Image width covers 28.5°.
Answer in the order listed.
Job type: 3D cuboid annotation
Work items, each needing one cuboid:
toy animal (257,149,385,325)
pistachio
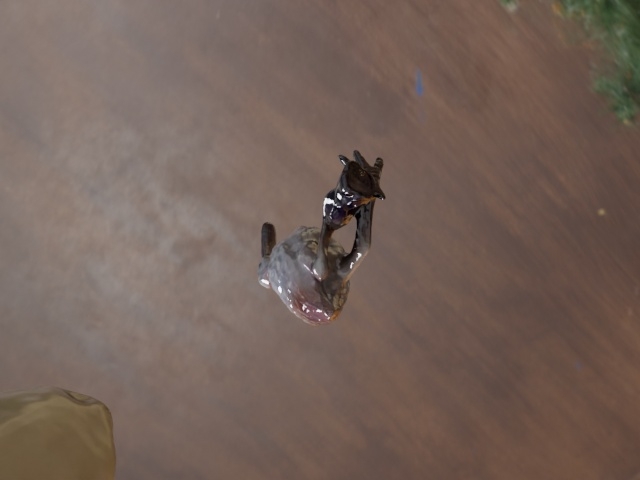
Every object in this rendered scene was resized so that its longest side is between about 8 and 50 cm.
[{"bbox_3d":[-0.010,0.023,1.427,0.090,0.195,0.324,22,155,-16],"label":"toy animal"},{"bbox_3d":[-0.203,0.163,0.740,0.152,0.223,0.126,25,123,22],"label":"pistachio"}]
